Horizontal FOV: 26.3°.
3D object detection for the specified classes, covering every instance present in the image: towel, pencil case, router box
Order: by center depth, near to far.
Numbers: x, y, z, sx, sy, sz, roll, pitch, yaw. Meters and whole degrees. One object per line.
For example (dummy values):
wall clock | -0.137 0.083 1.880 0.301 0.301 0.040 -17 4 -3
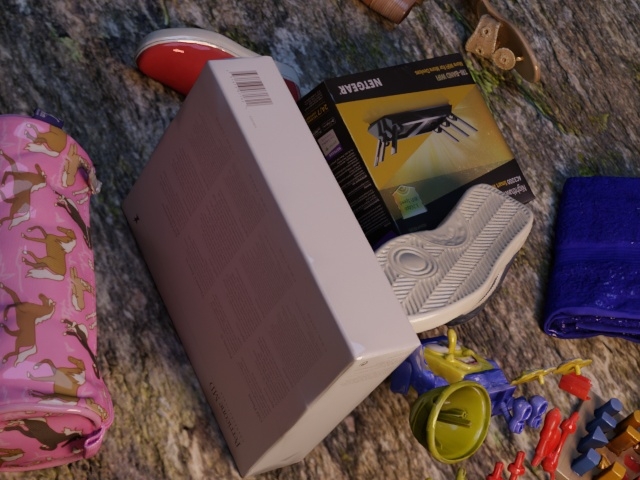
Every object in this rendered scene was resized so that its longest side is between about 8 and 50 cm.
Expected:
pencil case | -0.311 0.053 1.435 0.160 0.167 0.386 45 29 -51
router box | 0.132 -0.117 1.873 0.308 0.081 0.243 -19 80 -46
towel | 0.445 0.018 1.958 0.227 0.076 0.308 5 44 12

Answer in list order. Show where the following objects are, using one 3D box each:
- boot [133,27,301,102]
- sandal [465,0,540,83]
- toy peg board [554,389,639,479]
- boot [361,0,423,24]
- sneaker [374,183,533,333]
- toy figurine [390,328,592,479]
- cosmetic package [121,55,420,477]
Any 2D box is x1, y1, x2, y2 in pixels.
boot | -0.126 -0.172 1.784 0.244 0.088 0.176 15 51 -29
sandal | 0.263 -0.328 2.191 0.079 0.088 0.240 -20 58 -9
toy peg board | 0.406 0.283 1.792 0.160 0.079 0.161 40 44 -2
boot | 0.107 -0.434 2.155 0.152 0.073 0.197 39 41 3
sneaker | 0.143 0.060 1.668 0.131 0.148 0.350 36 38 20
toy figurine | 0.145 0.200 1.655 0.217 0.191 0.362 26 19 34
cosmetic package | -0.071 0.031 1.519 0.097 0.284 0.377 -9 63 -38
